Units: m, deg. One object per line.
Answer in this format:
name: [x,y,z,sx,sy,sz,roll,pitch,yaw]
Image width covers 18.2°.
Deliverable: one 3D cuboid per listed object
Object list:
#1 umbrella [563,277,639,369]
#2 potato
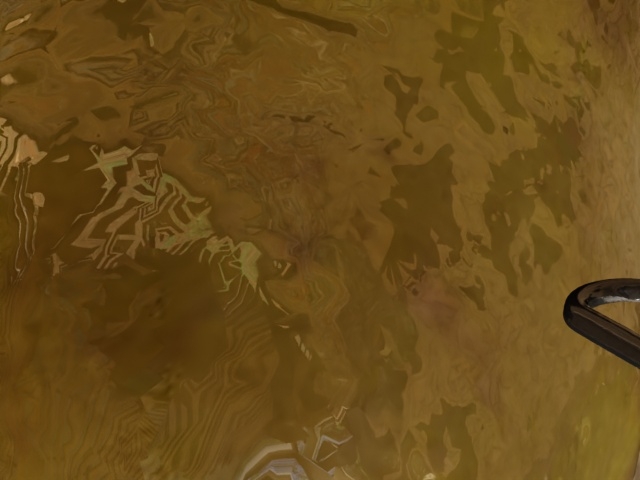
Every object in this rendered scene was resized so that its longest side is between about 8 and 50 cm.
umbrella: [0.106,0.056,0.333,0.269,0.044,0.044,-141,44,-62]
potato: [0.000,0.000,0.592,0.290,0.296,0.397,18,110,-6]
